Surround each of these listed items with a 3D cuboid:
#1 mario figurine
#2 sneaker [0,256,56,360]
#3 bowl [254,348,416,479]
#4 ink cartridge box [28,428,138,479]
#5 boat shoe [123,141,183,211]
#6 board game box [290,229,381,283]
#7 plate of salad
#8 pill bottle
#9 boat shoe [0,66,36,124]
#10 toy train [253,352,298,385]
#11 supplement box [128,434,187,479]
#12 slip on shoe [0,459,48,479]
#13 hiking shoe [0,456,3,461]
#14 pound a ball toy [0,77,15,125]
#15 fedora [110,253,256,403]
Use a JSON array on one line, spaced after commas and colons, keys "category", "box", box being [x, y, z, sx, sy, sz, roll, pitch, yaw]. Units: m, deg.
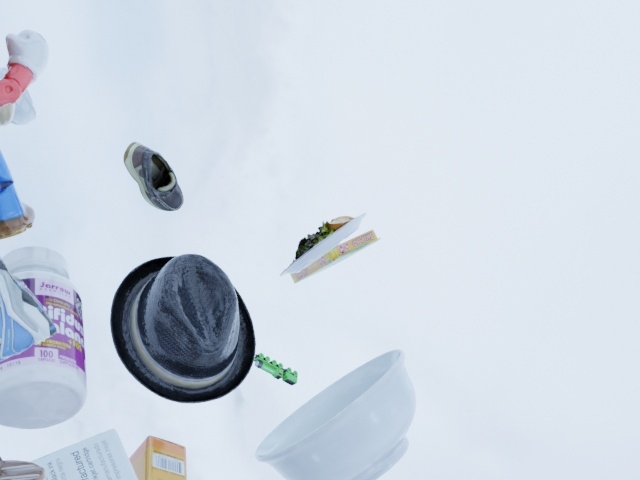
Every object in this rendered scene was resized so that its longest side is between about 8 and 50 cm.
[{"category": "mario figurine", "box": [-0.441, -0.162, 0.950, 0.198, 0.170, 0.321, -23, 111, -57]}, {"category": "sneaker", "box": [-0.376, 0.045, 0.837, 0.081, 0.080, 0.211, -38, 115, -15]}, {"category": "bowl", "box": [0.051, 0.314, 1.269, 0.298, 0.298, 0.134, -35, 89, -14]}, {"category": "ink cartridge box", "box": [-0.223, 0.253, 0.571, 0.208, 0.153, 0.087, -19, 132, -23]}, {"category": "boat shoe", "box": [-0.239, -0.086, 1.157, 0.056, 0.049, 0.152, -61, 151, -17]}, {"category": "board game box", "box": [0.031, 0.037, 1.758, 0.124, 0.259, 0.039, -24, 89, -27]}, {"category": "plate of salad", "box": [0.000, 0.000, 1.438, 0.200, 0.200, 0.048, -36, 87, -13]}, {"category": "pill bottle", "box": [-0.500, 0.159, 1.361, 0.169, 0.301, 0.169, -11, 140, -9]}, {"category": "boat shoe", "box": [-0.599, -0.259, 1.460, 0.094, 0.302, 0.109, -30, 109, -9]}, {"category": "toy train", "box": [-0.068, 0.195, 1.176, 0.083, 0.024, 0.017, 32, 134, -28]}, {"category": "supplement box", "box": [-0.257, 0.425, 1.214, 0.080, 0.233, 0.078, 28, 118, -26]}, {"category": "slip on shoe", "box": [-0.204, 0.132, 0.376, 0.135, 0.051, 0.041, 8, 95, -32]}, {"category": "hiking shoe", "box": [-0.591, 0.379, 1.198, 0.227, 0.086, 0.114, -33, -175, 32]}, {"category": "pound a ball toy", "box": [-0.618, -0.315, 1.180, 0.319, 0.208, 0.136, 9, 138, -22]}, {"category": "fedora", "box": [-0.259, 0.149, 1.562, 0.334, 0.334, 0.152, -10, 152, -31]}]
